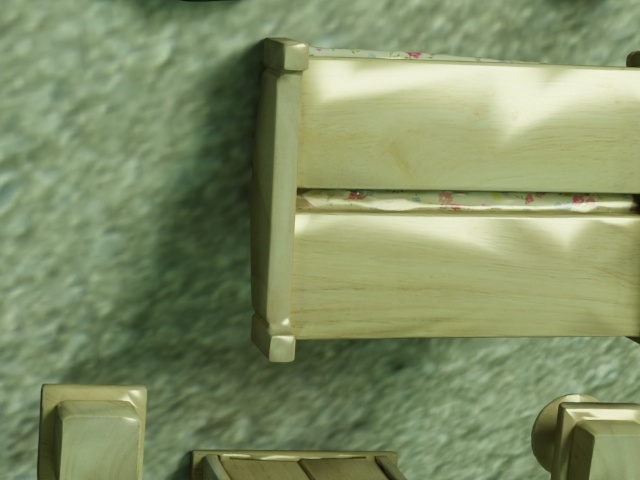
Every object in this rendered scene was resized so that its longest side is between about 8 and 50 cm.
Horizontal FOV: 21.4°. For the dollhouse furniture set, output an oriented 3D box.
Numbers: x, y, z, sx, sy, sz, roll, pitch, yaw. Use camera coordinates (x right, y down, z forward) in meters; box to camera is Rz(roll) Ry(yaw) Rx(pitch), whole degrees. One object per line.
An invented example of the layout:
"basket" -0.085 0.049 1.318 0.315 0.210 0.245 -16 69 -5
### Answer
"dollhouse furniture set" 0.000 0.000 0.812 0.303 0.174 0.355 2 100 -15
